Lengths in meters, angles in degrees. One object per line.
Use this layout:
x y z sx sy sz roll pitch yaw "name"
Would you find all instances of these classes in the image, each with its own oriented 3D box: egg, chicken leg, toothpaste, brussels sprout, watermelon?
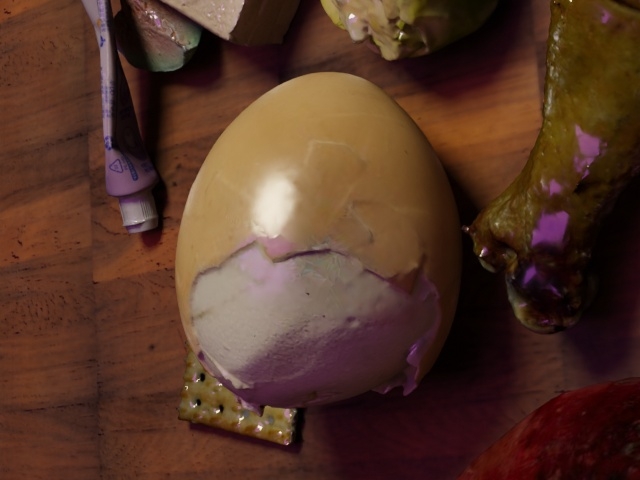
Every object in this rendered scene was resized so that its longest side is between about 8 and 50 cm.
0.000 0.000 1.009 0.201 0.201 0.245 -11 67 41 "egg"
0.182 -0.133 0.894 0.211 0.140 0.361 49 114 25 "chicken leg"
-0.185 -0.153 1.236 0.075 0.048 0.301 -155 52 -71 "toothpaste"
0.062 -0.214 1.029 0.149 0.122 0.152 45 150 41 "brussels sprout"
-0.151 -0.193 1.253 0.155 0.080 0.101 38 114 27 "watermelon"

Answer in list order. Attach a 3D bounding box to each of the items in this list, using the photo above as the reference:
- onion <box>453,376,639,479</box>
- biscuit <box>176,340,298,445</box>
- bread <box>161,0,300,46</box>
0.169 0.230 0.777 0.347 0.285 0.348 -15 65 36 "onion"
-0.056 0.042 1.177 0.139 0.016 0.232 6 90 42 "biscuit"
-0.082 -0.233 1.173 0.152 0.077 0.105 33 112 27 "bread"
